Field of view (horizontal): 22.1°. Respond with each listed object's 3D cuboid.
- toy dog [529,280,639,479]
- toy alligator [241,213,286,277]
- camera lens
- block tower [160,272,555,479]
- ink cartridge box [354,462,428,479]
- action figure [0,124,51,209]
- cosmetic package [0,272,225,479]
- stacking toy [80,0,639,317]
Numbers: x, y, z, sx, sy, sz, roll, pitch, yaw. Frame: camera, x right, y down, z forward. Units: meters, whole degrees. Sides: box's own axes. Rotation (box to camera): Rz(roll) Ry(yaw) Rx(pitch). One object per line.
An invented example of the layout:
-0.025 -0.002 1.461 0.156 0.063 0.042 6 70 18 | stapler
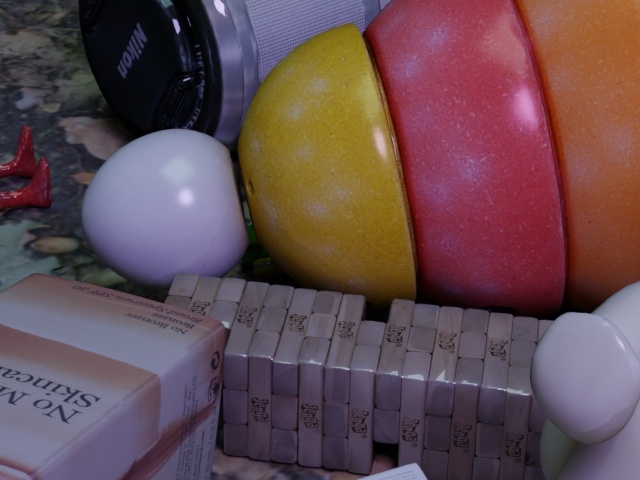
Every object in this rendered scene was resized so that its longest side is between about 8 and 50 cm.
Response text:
0.215 0.160 0.816 0.408 0.395 0.284 -39 59 -12 | toy dog
0.000 0.000 1.304 0.190 0.056 0.051 -2 -11 -19 | toy alligator
-0.058 -0.204 1.457 0.274 0.219 0.219 -24 41 -36 | camera lens
0.041 0.099 1.106 0.336 0.091 0.097 6 33 6 | block tower
0.032 0.227 0.968 0.145 0.045 0.179 -13 53 -23 | ink cartridge box
-0.366 -0.071 1.314 0.280 0.139 0.091 -13 34 -19 | action figure
-0.185 0.134 0.946 0.153 0.129 0.296 14 22 17 | cosmetic package
0.064 -0.058 1.197 0.480 0.350 0.350 -12 33 1 | stacking toy
